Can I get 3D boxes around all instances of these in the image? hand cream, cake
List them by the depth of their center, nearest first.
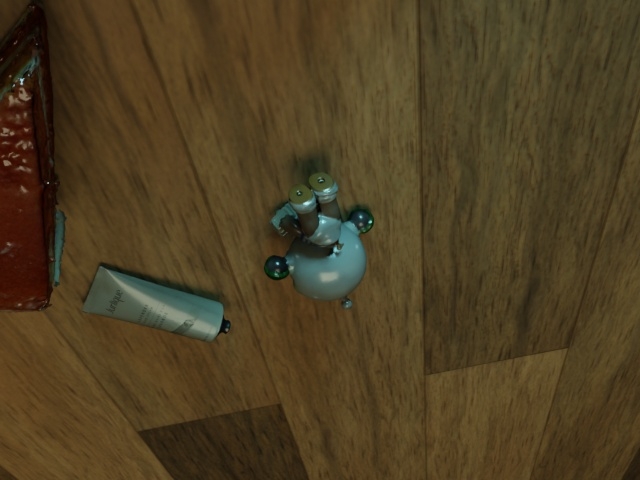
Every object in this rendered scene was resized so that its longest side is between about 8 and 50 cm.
[{"bbox_3d":[-0.310,-0.075,0.585,0.160,0.158,0.262,2,136,-16],"label":"cake"},{"bbox_3d":[-0.205,0.088,0.878,0.186,0.054,0.087,18,127,-21],"label":"hand cream"}]

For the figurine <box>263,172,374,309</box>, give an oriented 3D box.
[{"bbox_3d":[-0.001,0.000,0.792,0.147,0.093,0.197,-29,133,-13],"label":"figurine"}]
